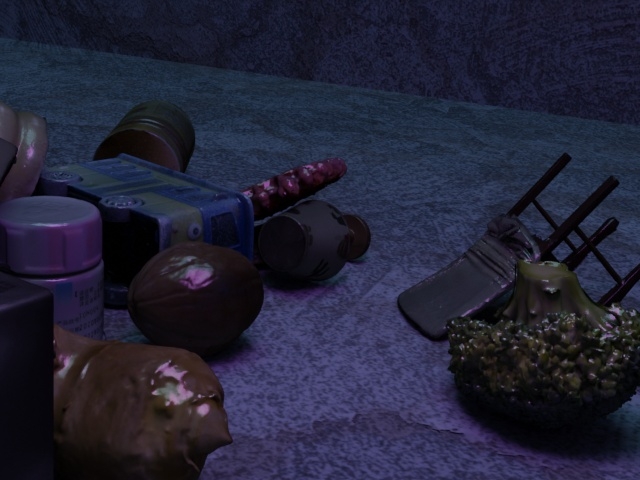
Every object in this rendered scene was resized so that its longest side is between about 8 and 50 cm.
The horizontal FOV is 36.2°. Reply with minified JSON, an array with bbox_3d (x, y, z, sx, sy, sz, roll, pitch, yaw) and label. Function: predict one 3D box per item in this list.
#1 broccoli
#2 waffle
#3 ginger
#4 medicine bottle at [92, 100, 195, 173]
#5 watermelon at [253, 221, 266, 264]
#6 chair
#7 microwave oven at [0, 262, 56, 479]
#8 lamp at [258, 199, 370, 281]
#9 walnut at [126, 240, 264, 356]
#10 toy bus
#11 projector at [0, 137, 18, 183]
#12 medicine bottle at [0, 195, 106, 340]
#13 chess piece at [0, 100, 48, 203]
[{"bbox_3d":[0.244,0.115,1.061,0.198,0.176,0.226,-2,33,-32],"label":"broccoli"},{"bbox_3d":[-0.074,-0.066,1.473,0.221,0.055,0.234,-25,3,30],"label":"waffle"},{"bbox_3d":[-0.190,0.151,0.868,0.267,0.138,0.152,13,-23,17],"label":"ginger"},{"bbox_3d":[-0.317,-0.164,1.808,0.151,0.151,0.322,4,18,-3],"label":"medicine bottle"},{"bbox_3d":[-0.101,0.002,1.518,0.119,0.063,0.245,-7,12,37],"label":"watermelon"},{"bbox_3d":[0.287,0.051,1.346,0.186,0.319,0.160,46,2,-26],"label":"chair"},{"bbox_3d":[-0.458,0.125,0.742,0.432,0.236,0.374,16,21,31],"label":"microwave oven"},{"bbox_3d":[0.000,0.000,1.447,0.121,0.121,0.215,14,7,28],"label":"lamp"},{"bbox_3d":[-0.148,0.068,1.164,0.140,0.140,0.162,20,34,39],"label":"walnut"},{"bbox_3d":[-0.256,-0.014,1.361,0.312,0.151,0.190,19,23,40],"label":"toy bus"},{"bbox_3d":[-0.513,-0.042,1.092,0.249,0.248,0.248,29,12,-17],"label":"projector"},{"bbox_3d":[-0.318,0.043,1.141,0.135,0.168,0.135,5,17,-1],"label":"medicine bottle"},{"bbox_3d":[-0.547,-0.150,1.290,0.330,0.182,0.182,25,3,-36],"label":"chess piece"}]
